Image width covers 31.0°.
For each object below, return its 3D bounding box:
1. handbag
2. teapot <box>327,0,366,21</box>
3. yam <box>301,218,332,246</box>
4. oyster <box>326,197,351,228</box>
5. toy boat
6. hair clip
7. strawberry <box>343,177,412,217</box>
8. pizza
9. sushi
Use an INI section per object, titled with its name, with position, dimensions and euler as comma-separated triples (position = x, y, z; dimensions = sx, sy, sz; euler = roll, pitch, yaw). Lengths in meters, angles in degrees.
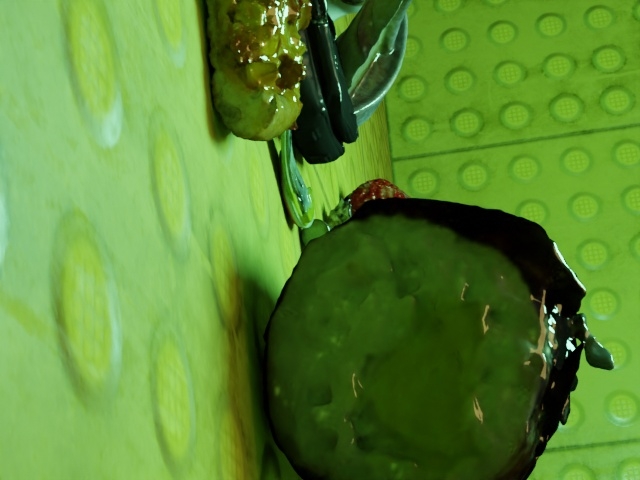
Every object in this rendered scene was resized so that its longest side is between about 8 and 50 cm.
[handbag]
position = -0.015, -0.231, 1.450
dimensions = 0.275, 0.088, 0.244
euler = 39, 40, -78
[teapot]
position = 0.016, -0.449, 1.734
dimensions = 0.204, 0.139, 0.298
euler = 44, -27, 56
[yam]
position = 0.000, 0.000, 1.467
dimensions = 0.094, 0.043, 0.043
euler = 41, 42, -77
[oyster]
position = 0.035, 0.011, 1.697
dimensions = 0.108, 0.053, 0.166
euler = 101, -16, -45
[toy boat]
position = 0.064, -0.275, 1.659
dimensions = 0.276, 0.111, 0.293
euler = -58, 177, -14
[hair clip]
position = -0.032, -0.082, 1.328
dimensions = 0.060, 0.033, 0.188
euler = -86, 169, -48
[strawberry]
position = 0.113, -0.048, 1.992
dimensions = 0.131, 0.148, 0.131
euler = -9, 90, -83
[pizza]
position = -0.058, -0.231, 1.094
dimensions = 0.336, 0.086, 0.226
euler = -87, 169, -50
[sushi]
position = 0.108, 0.111, 1.112
dimensions = 0.299, 0.281, 0.294
euler = -55, 163, 0
